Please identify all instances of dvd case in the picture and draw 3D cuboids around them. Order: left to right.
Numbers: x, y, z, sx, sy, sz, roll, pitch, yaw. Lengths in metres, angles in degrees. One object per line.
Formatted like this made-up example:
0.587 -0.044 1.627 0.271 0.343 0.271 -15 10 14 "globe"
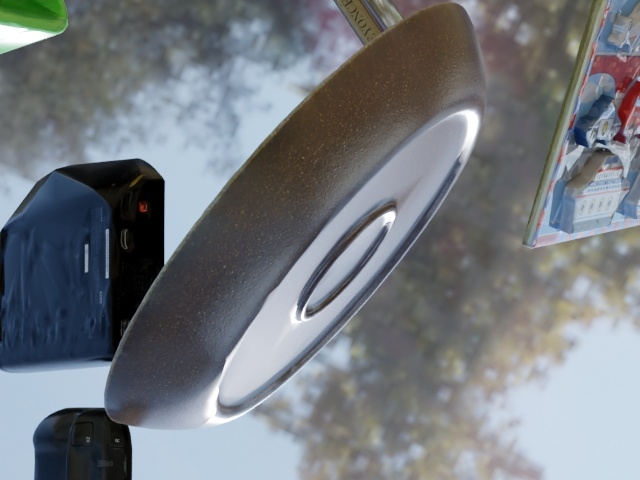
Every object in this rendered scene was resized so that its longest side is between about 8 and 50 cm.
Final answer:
0.005 -0.188 1.233 0.221 0.018 0.164 55 -169 -2 "dvd case"

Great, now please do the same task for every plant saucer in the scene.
0.000 0.000 1.099 0.050 0.310 0.310 40 -155 12 "plant saucer"

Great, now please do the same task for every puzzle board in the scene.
0.117 -0.047 0.706 0.011 0.096 0.128 22 -165 27 "puzzle board"

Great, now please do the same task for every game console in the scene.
-0.163 0.130 1.261 0.044 0.361 0.213 4 173 -29 "game console"

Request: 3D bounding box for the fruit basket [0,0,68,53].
-0.187 -0.169 0.570 0.392 0.392 0.283 -15 -107 -58 "fruit basket"
